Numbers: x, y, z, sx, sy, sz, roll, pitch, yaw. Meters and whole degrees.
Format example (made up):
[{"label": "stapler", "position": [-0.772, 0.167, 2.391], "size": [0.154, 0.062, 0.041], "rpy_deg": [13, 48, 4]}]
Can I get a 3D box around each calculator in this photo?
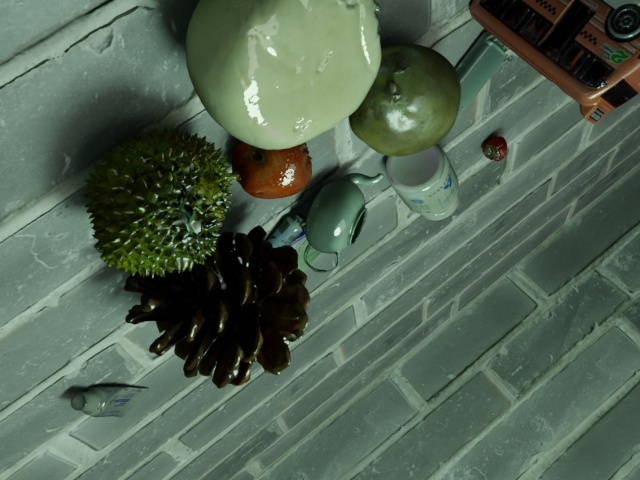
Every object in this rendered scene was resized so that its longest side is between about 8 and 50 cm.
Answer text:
[{"label": "calculator", "position": [0.404, -0.441, 1.786], "size": [0.246, 0.045, 0.141], "rpy_deg": [-53, 152, 19]}]

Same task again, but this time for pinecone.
[{"label": "pinecone", "position": [-0.232, 0.131, 1.436], "size": [0.384, 0.384, 0.384], "rpy_deg": [-32, 151, -20]}]

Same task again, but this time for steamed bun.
[{"label": "steamed bun", "position": [-0.078, -0.324, 1.105], "size": [0.312, 0.233, 0.334], "rpy_deg": [-29, 141, -22]}]

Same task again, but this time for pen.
[{"label": "pen", "position": [-0.011, -0.044, 1.822], "size": [0.204, 0.025, 0.025], "rpy_deg": [-34, 152, -16]}]

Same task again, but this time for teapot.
[{"label": "teapot", "position": [0.046, -0.055, 1.720], "size": [0.294, 0.129, 0.193], "rpy_deg": [-66, 167, -2]}]

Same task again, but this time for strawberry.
[{"label": "strawberry", "position": [0.565, -0.300, 2.181], "size": [0.083, 0.083, 0.096], "rpy_deg": [98, 17, -51]}]

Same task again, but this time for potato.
[{"label": "potato", "position": [0.183, -0.306, 1.491], "size": [0.243, 0.221, 0.326], "rpy_deg": [-46, 165, 30]}]

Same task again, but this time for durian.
[{"label": "durian", "position": [-0.279, -0.067, 1.190], "size": [0.291, 0.225, 0.291], "rpy_deg": [-12, 112, -32]}]

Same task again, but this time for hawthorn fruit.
[{"label": "hawthorn fruit", "position": [-0.154, -0.136, 1.385], "size": [0.285, 0.165, 0.165], "rpy_deg": [-24, 150, -9]}]

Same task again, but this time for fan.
[{"label": "fan", "position": [0.000, 0.000, 1.919], "size": [0.131, 0.009, 0.240], "rpy_deg": [7, 125, -54]}]

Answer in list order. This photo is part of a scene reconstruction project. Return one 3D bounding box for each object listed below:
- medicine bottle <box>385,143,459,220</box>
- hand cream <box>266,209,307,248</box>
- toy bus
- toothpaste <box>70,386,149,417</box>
[{"label": "medicine bottle", "position": [0.298, -0.164, 1.910], "size": [0.170, 0.170, 0.293], "rpy_deg": [-45, 154, 4]}, {"label": "hand cream", "position": [-0.123, 0.029, 1.745], "size": [0.256, 0.055, 0.088], "rpy_deg": [-51, 163, 20]}, {"label": "toy bus", "position": [0.557, -0.473, 1.534], "size": [0.203, 0.427, 0.233], "rpy_deg": [2, 132, -54]}, {"label": "toothpaste", "position": [-0.544, 0.415, 1.734], "size": [0.099, 0.068, 0.282], "rpy_deg": [-17, 162, 10]}]
